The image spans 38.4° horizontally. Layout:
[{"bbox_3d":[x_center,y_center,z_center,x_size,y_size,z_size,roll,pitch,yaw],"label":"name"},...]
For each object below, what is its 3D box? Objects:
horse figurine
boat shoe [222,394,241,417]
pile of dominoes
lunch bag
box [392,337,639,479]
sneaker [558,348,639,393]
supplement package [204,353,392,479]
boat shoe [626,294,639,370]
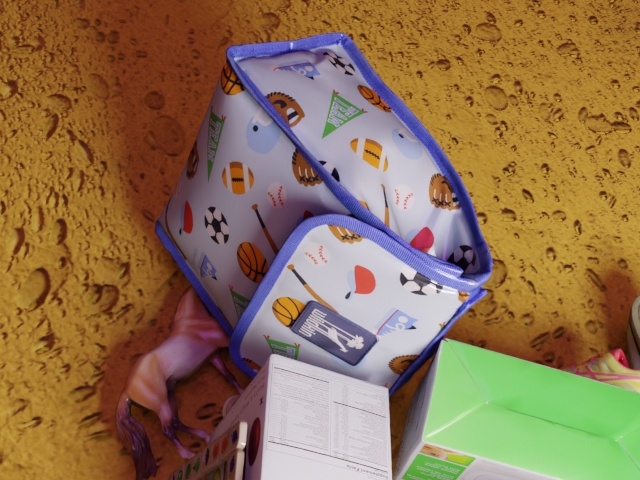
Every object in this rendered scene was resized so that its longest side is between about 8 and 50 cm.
[{"bbox_3d":[-0.167,0.172,1.155,0.174,0.066,0.263,39,60,8],"label":"horse figurine"},{"bbox_3d":[-0.053,0.221,1.119,0.135,0.045,0.050,23,68,-21],"label":"boat shoe"},{"bbox_3d":[-0.149,0.314,0.963,0.040,0.251,0.195,16,57,-21],"label":"pile of dominoes"},{"bbox_3d":[0.000,0.000,1.105,0.239,0.327,0.385,-20,64,-39],"label":"lunch bag"},{"bbox_3d":[0.234,0.236,1.060,0.262,0.231,0.126,16,63,3],"label":"box"},{"bbox_3d":[0.348,0.179,1.150,0.209,0.081,0.094,5,68,44],"label":"sneaker"},{"bbox_3d":[-0.031,0.271,0.985,0.149,0.194,0.203,19,43,-17],"label":"supplement package"},{"bbox_3d":[0.457,0.216,1.167,0.113,0.103,0.302,-4,59,9],"label":"boat shoe"}]
